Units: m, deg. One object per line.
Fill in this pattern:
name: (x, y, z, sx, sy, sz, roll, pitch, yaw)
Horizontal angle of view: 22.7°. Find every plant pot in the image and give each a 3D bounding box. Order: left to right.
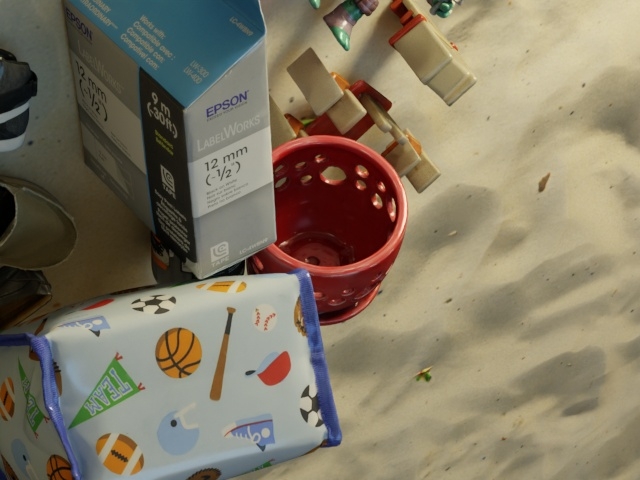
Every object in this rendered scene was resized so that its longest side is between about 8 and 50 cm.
plant pot: (0.000, 0.000, 1.885, 0.191, 0.191, 0.174, -29, 155, -22)

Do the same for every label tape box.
label tape box: (-0.161, -0.169, 1.662, 0.115, 0.249, 0.348, -28, 139, -23)

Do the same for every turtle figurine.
turtle figurine: (0.093, -0.333, 1.865, 0.234, 0.118, 0.175, -35, 112, 7)

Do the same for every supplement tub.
supplement tub: (-0.146, -0.031, 1.913, 0.117, 0.117, 0.190, -23, 136, -28)

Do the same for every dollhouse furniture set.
dollhouse furniture set: (0.057, -0.171, 2.005, 0.259, 0.135, 0.262, -42, 144, 12)

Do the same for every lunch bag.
lunch bag: (-0.210, 0.171, 1.774, 0.327, 0.385, 0.239, -11, 93, -29)

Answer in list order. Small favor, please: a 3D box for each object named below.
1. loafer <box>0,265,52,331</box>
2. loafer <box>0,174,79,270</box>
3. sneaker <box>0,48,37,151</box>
loafer: (-0.384, 0.092, 1.839, 0.170, 0.061, 0.062, -43, 144, -4)
loafer: (-0.355, -0.022, 1.739, 0.102, 0.092, 0.268, -52, 143, 6)
sneaker: (-0.386, -0.149, 1.617, 0.217, 0.079, 0.121, -13, 129, -47)
